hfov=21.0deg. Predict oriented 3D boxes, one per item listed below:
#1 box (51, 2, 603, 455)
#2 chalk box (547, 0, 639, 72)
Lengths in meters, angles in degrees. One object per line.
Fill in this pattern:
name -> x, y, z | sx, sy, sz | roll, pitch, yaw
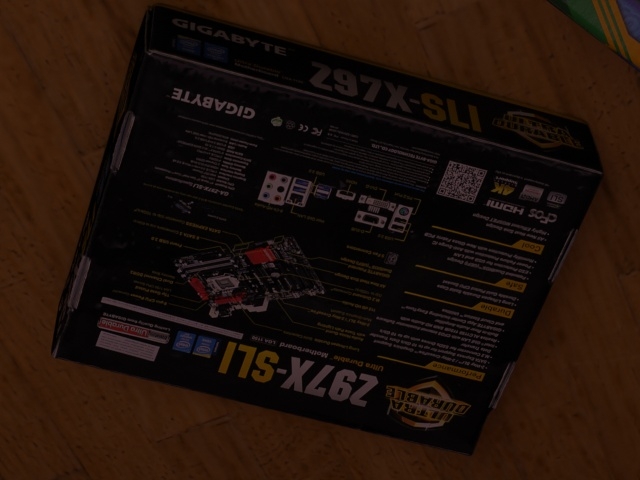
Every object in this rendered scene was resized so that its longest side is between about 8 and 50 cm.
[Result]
box -> 0.000, 0.000, 1.201 | 0.322, 0.079, 0.257 | 14, 123, -11
chalk box -> 0.246, -0.164, 1.073 | 0.213, 0.132, 0.132 | 35, 114, -20
